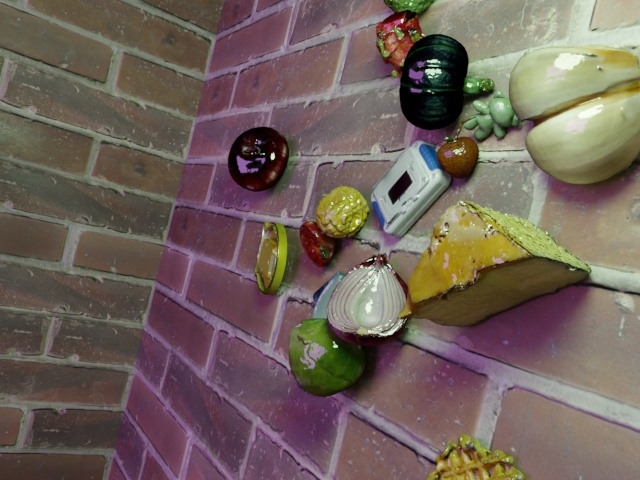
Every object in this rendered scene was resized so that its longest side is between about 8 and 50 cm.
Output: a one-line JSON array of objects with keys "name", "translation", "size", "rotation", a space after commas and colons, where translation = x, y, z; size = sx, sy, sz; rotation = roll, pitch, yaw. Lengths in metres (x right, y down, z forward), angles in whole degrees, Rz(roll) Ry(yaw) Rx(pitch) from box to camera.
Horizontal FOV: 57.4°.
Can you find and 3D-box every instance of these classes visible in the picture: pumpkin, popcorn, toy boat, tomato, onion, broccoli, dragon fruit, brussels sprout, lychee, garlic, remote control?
[{"name": "pumpkin", "translation": [0.330, -0.410, 1.538], "size": [0.248, 0.248, 0.248], "rotation": [-27, 56, 50]}, {"name": "popcorn", "translation": [0.063, -0.092, 1.858], "size": [0.180, 0.170, 0.180], "rotation": [-2, 85, 17]}, {"name": "toy boat", "translation": [0.056, 0.208, 1.836], "size": [0.134, 0.079, 0.208], "rotation": [37, 99, 46]}, {"name": "tomato", "translation": [0.000, 0.000, 1.951], "size": [0.139, 0.091, 0.159], "rotation": [33, 146, 46]}, {"name": "onion", "translation": [0.149, 0.169, 1.634], "size": [0.227, 0.120, 0.284], "rotation": [11, 59, 18]}, {"name": "broccoli", "translation": [0.275, -0.825, 1.805], "size": [0.254, 0.186, 0.302], "rotation": [80, 179, -55]}, {"name": "dragon fruit", "translation": [0.248, -0.588, 1.763], "size": [0.160, 0.172, 0.166], "rotation": [-34, 31, -5]}, {"name": "brussels sprout", "translation": [0.014, 0.332, 1.697], "size": [0.244, 0.244, 0.244], "rotation": [-27, 56, 50]}, {"name": "lychee", "translation": [0.357, -0.231, 1.503], "size": [0.114, 0.101, 0.140], "rotation": [-6, 87, 23]}, {"name": "garlic", "translation": [0.522, -0.274, 1.207], "size": [0.249, 0.286, 0.313], "rotation": [-41, 24, -32]}, {"name": "onion", "translation": [-0.261, -0.338, 2.334], "size": [0.273, 0.285, 0.273], "rotation": [-5, 76, 19]}, {"name": "remote control", "translation": [0.024, 0.158, 1.931], "size": [0.152, 0.027, 0.044], "rotation": [-43, 41, 37]}]

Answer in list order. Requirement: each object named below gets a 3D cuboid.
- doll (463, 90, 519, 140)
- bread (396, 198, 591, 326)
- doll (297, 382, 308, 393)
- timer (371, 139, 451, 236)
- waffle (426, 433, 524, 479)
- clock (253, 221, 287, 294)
[{"name": "doll", "translation": [0.426, -0.307, 1.457], "size": [0.115, 0.077, 0.150], "rotation": [54, 145, -5]}, {"name": "bread", "translation": [0.361, 0.100, 1.246], "size": [0.279, 0.248, 0.315], "rotation": [41, 116, 56]}, {"name": "doll", "translation": [-0.042, 0.405, 1.915], "size": [0.115, 0.050, 0.190], "rotation": [-36, 47, 50]}, {"name": "timer", "translation": [0.245, -0.148, 1.665], "size": [0.253, 0.078, 0.178], "rotation": [-51, 41, 33]}, {"name": "waffle", "translation": [0.330, 0.571, 1.273], "size": [0.262, 0.060, 0.281], "rotation": [29, 103, 57]}, {"name": "clock", "translation": [-0.178, 0.069, 2.229], "size": [0.293, 0.071, 0.277], "rotation": [-129, 50, -65]}]
